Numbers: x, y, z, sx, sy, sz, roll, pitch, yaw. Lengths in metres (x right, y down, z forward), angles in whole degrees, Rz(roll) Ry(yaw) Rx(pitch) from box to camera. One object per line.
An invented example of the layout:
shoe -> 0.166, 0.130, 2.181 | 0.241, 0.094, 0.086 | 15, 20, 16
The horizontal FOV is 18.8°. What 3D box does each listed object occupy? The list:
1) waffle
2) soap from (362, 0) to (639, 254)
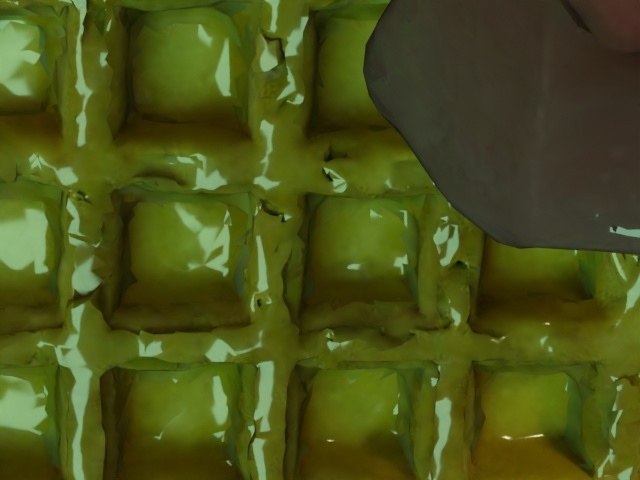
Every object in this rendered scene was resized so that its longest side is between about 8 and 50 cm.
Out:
waffle -> 0.000, 0.000, 0.674 | 0.379, 0.095, 0.382 | 40, 103, -17
soap -> 0.150, -0.111, 0.439 | 0.220, 0.325, 0.127 | 8, 127, 22
